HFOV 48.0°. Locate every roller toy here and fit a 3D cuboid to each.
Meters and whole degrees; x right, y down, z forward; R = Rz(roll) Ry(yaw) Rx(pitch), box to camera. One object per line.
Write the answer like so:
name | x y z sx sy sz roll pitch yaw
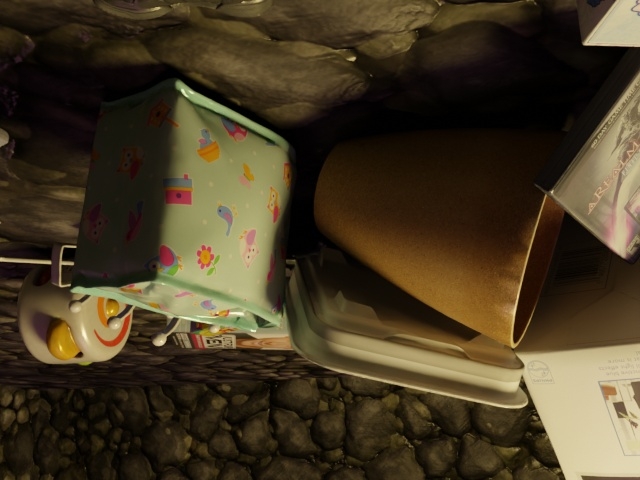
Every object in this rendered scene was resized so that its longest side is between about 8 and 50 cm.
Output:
roller toy | -0.432 0.124 1.292 0.146 0.191 0.209 -5 167 14

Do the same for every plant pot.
plant pot | 0.131 -0.031 0.817 0.254 0.237 0.237 17 169 24

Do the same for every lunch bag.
lunch bag | -0.125 -0.023 0.808 0.160 0.223 0.262 -7 162 33

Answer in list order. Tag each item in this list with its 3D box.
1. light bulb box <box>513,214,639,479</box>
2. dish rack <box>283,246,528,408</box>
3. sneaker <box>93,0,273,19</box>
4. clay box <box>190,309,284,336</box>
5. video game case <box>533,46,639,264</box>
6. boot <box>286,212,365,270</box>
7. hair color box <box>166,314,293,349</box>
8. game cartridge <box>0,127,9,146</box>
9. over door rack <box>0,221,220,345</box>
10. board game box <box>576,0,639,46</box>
light bulb box | 0.461 0.179 0.988 0.225 0.358 0.361 -12 113 34
dish rack | 0.097 0.092 0.914 0.286 0.072 0.333 15 -168 -10
sneaker | -0.086 -0.208 0.531 0.170 0.051 0.089 -2 162 -11
clay box | -0.153 0.096 1.315 0.053 0.127 0.222 18 154 -41
video game case | 0.326 -0.090 0.715 0.026 0.196 0.274 41 -168 38
boot | 0.000 0.000 1.076 0.207 0.094 0.246 12 164 -43
hair color box | -0.132 0.167 1.550 0.375 0.113 0.185 1 161 -6
game cartridge | -0.405 -0.127 0.822 0.056 0.017 0.083 -9 160 36
over door rack | -0.331 0.073 1.079 0.240 0.108 0.324 11 171 38
board game box | 0.374 -0.229 0.439 0.319 0.065 0.318 1 161 -5
